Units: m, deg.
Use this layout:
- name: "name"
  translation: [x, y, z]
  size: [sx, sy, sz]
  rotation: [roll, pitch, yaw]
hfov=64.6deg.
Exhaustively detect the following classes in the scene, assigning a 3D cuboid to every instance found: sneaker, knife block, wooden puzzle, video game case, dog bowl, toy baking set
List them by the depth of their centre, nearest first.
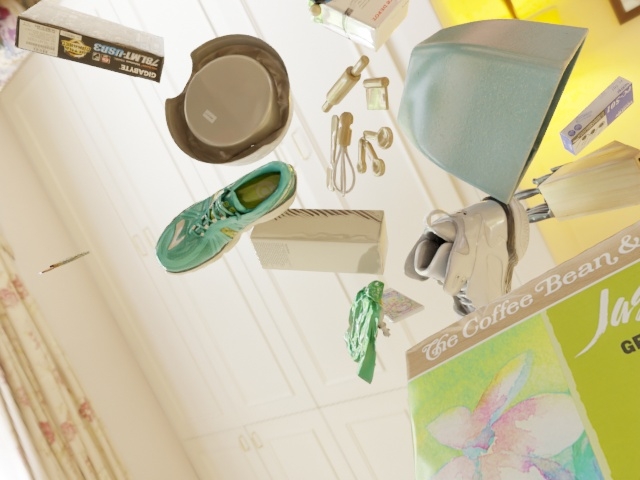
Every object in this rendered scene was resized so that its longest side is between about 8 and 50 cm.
- name: "wooden puzzle"
  translation: [-0.400, 0.032, 0.800]
  size: [0.049, 0.006, 0.083]
  rotation: [-18, -168, 20]
- name: "sneaker"
  translation: [-0.160, -0.048, 0.834]
  size: [0.275, 0.107, 0.110]
  rotation: [-37, 175, -6]
- name: "toy baking set"
  translation: [0.047, -0.185, 0.874]
  size: [0.030, 0.196, 0.256]
  rotation: [-5, 171, -26]
- name: "sneaker"
  translation: [0.267, 0.100, 0.942]
  size: [0.210, 0.365, 0.137]
  rotation: [-7, -166, -26]
- name: "knife block"
  translation: [0.498, -0.093, 0.998]
  size: [0.242, 0.088, 0.275]
  rotation: [-31, -174, 23]
- name: "video game case"
  translation: [0.163, 0.145, 1.147]
  size: [0.087, 0.011, 0.122]
  rotation: [-20, -156, -25]
- name: "dog bowl"
  translation: [-0.228, -0.353, 1.324]
  size: [0.349, 0.348, 0.102]
  rotation: [-26, 165, 11]

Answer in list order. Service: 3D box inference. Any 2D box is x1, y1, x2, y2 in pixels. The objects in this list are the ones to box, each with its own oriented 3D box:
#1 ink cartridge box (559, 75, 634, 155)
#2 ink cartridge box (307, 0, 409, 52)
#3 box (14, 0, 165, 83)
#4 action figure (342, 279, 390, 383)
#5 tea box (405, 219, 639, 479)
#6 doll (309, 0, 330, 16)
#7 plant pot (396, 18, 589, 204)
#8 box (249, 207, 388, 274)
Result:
- name: "ink cartridge box"
  translation: [0.754, -0.336, 1.380]
  size: [0.207, 0.046, 0.097]
  rotation: [-46, 142, 10]
- name: "ink cartridge box"
  translation: [0.125, -0.766, 1.648]
  size: [0.198, 0.273, 0.114]
  rotation: [-52, 163, -14]
- name: "box"
  translation: [-0.523, -0.472, 1.196]
  size: [0.294, 0.073, 0.295]
  rotation: [11, -154, -24]
- name: "action figure"
  translation: [0.099, 0.171, 1.045]
  size: [0.064, 0.137, 0.232]
  rotation: [-15, 134, -24]
- name: "tea box"
  translation: [0.248, 0.165, 0.281]
  size: [0.329, 0.220, 0.323]
  rotation: [-37, -155, 27]
- name: "doll"
  translation: [0.008, -0.766, 1.510]
  size: [0.046, 0.129, 0.188]
  rotation: [-65, 174, -71]
- name: "plant pot"
  translation: [0.287, -0.260, 0.911]
  size: [0.248, 0.252, 0.247]
  rotation: [-45, 151, -43]
- name: "box"
  translation: [0.000, 0.000, 1.072]
  size: [0.275, 0.113, 0.094]
  rotation: [3, -131, 15]
